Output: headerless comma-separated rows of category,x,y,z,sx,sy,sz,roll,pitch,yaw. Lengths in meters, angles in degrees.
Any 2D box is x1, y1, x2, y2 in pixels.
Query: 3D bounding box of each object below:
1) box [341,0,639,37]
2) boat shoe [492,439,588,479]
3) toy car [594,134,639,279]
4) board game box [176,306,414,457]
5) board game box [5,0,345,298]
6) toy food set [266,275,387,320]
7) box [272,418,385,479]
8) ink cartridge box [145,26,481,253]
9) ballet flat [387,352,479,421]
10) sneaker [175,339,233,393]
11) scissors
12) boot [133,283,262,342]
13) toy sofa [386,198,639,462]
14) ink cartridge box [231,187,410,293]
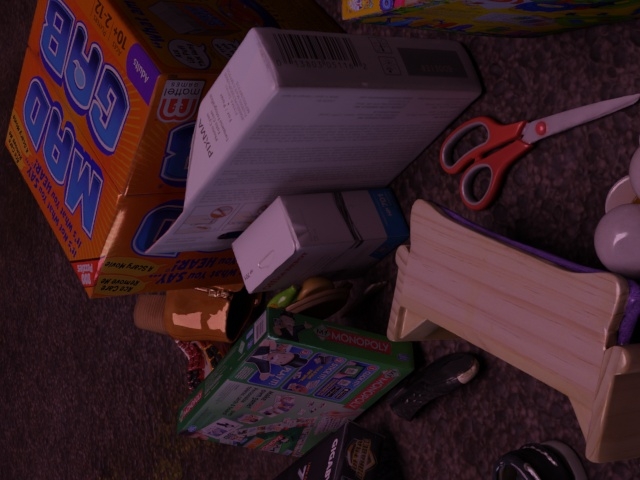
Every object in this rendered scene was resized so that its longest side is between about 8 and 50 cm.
box,0.215,-0.307,1.036,0.279,0.290,0.177,2,94,52
boat shoe,0.272,0.377,1.193,0.114,0.091,0.302,-44,60,46
toy car,0.351,-0.036,1.027,0.136,0.159,0.182,26,119,10
board game box,-0.043,0.207,1.480,0.317,0.214,0.046,-49,35,46
board game box,-0.191,-0.179,1.525,0.356,0.356,0.356,52,132,36
toy food set,-0.016,0.085,1.460,0.132,0.192,0.038,-44,65,48
box,-0.030,0.435,1.477,0.293,0.073,0.295,-51,19,49
ink cartridge box,-0.028,-0.115,1.360,0.385,0.308,0.091,-43,60,47
ballet flat,0.151,0.188,1.383,0.049,0.057,0.173,42,140,-9
sneaker,-0.183,0.187,1.772,0.088,0.092,0.225,-25,48,12
scissors,0.241,-0.133,1.240,0.297,0.021,0.109,-39,61,49
boot,-0.180,0.027,1.756,0.211,0.104,0.295,1,68,29
toy sofa,0.237,0.078,1.136,0.362,0.150,0.177,26,111,55
ink cartridge box,0.000,0.000,1.430,0.139,0.191,0.082,-41,62,46
